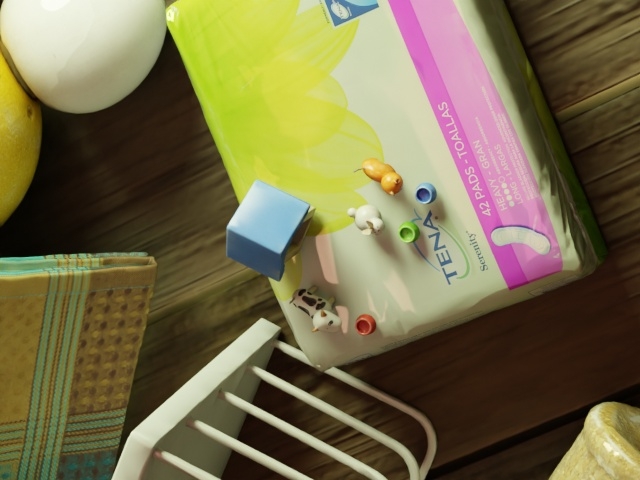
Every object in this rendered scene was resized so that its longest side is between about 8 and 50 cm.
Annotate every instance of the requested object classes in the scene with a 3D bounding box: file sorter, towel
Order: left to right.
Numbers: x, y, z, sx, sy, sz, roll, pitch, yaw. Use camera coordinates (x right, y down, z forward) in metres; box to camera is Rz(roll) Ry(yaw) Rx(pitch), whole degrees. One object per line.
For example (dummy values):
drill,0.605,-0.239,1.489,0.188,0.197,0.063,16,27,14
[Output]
towel,-0.307,0.133,1.460,0.040,0.370,0.271,43,126,45
file sorter,-0.044,0.210,1.419,0.173,0.277,0.193,26,109,9

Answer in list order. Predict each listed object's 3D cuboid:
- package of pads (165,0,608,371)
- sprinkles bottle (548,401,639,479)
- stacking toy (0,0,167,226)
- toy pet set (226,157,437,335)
package of pads,0.041,-0.076,1.416,0.229,0.101,0.296,-22,93,22
sprinkles bottle,0.156,0.287,1.444,0.121,0.121,0.355,34,110,10
stacking toy,-0.334,-0.082,1.488,0.480,0.350,0.351,-30,91,5
toy pet set,0.000,0.000,1.358,0.114,0.065,0.122,26,110,11
